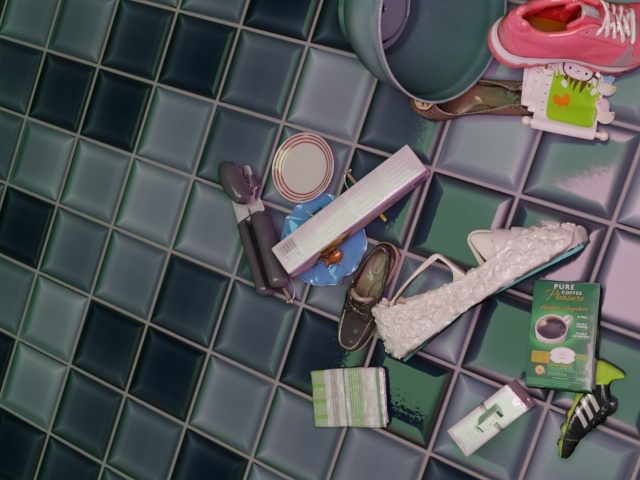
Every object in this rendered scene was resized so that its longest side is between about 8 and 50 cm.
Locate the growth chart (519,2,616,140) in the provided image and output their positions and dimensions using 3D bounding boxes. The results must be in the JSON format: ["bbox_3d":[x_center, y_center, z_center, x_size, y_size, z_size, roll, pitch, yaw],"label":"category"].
[{"bbox_3d":[0.424,-0.290,1.330,0.172,0.021,0.237,3,83,1],"label":"growth chart"}]

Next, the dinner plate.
[{"bbox_3d":[-0.034,-0.145,1.545,0.141,0.017,0.141,-4,82,27],"label":"dinner plate"}]

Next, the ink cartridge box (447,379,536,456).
[{"bbox_3d":[0.297,0.305,1.338,0.135,0.099,0.056,-43,71,15],"label":"ink cartridge box"}]

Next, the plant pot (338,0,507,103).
[{"bbox_3d":[0.154,-0.404,1.362,0.196,0.293,0.293,27,99,48],"label":"plant pot"}]

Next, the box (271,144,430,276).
[{"bbox_3d":[0.057,-0.051,1.453,0.324,0.063,0.067,-38,74,7],"label":"box"}]

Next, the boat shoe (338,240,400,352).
[{"bbox_3d":[0.080,0.105,1.456,0.080,0.073,0.224,25,97,23],"label":"boat shoe"}]

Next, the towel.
[{"bbox_3d":[0.056,0.301,1.488,0.152,0.023,0.113,-6,82,25],"label":"towel"}]

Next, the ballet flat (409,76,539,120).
[{"bbox_3d":[0.279,-0.257,1.398,0.249,0.058,0.084,7,91,23],"label":"ballet flat"}]

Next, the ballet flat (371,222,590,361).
[{"bbox_3d":[0.257,0.062,1.340,0.409,0.147,0.147,-35,74,17],"label":"ballet flat"}]

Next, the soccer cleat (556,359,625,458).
[{"bbox_3d":[0.452,0.289,1.296,0.072,0.060,0.179,23,93,21],"label":"soccer cleat"}]

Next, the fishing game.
[{"bbox_3d":[0.000,0.000,1.516,0.264,0.041,0.189,-38,71,17],"label":"fishing game"}]

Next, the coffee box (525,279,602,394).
[{"bbox_3d":[0.410,0.161,1.302,0.113,0.040,0.184,0,73,31],"label":"coffee box"}]

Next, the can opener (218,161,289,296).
[{"bbox_3d":[-0.146,-0.028,1.539,0.076,0.095,0.283,-34,62,32],"label":"can opener"}]

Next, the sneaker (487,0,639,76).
[{"bbox_3d":[0.439,-0.340,1.257,0.313,0.136,0.116,-3,83,0],"label":"sneaker"}]
